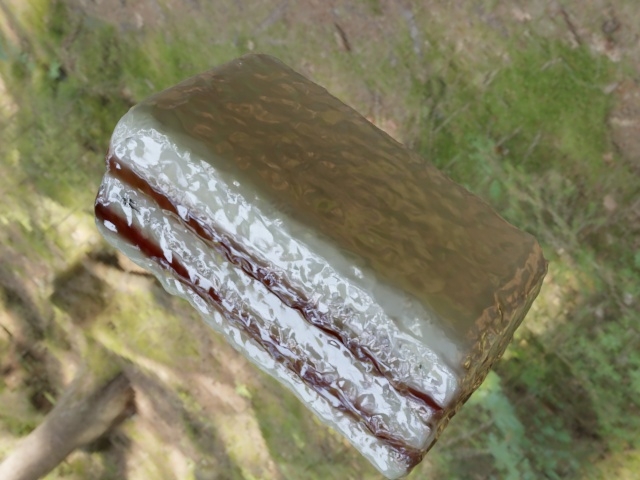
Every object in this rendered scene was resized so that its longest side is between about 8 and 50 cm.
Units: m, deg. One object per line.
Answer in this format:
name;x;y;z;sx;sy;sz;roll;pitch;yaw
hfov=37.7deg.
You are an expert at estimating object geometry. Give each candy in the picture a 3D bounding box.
candy;0.000;0.000;0.700;0.321;0.179;0.135;39;129;16
